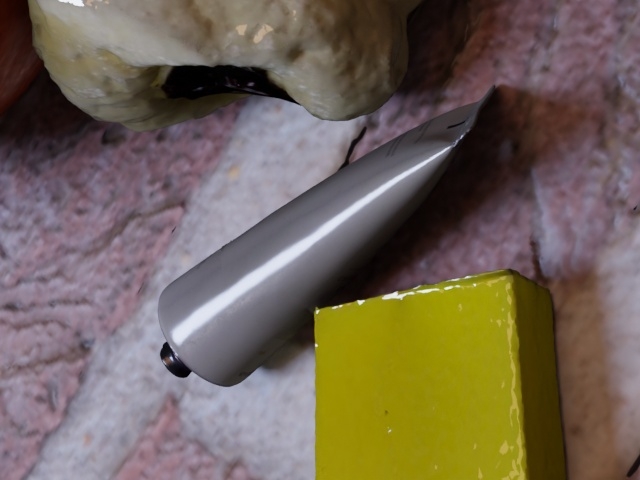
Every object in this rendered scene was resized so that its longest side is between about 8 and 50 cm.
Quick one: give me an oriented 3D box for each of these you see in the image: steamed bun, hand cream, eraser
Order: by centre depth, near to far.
[{"bbox_3d":[0.047,0.080,0.632,0.097,0.045,0.122,-11,71,30],"label":"eraser"},{"bbox_3d":[0.000,0.000,0.672,0.186,0.087,0.054,-39,95,21],"label":"hand cream"},{"bbox_3d":[-0.026,-0.120,0.682,0.155,0.141,0.172,21,83,13],"label":"steamed bun"}]

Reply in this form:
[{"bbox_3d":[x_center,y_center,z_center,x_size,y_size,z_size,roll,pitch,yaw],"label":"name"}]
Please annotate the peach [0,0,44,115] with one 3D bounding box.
[{"bbox_3d":[-0.235,-0.193,0.715,0.290,0.372,0.372,25,91,15],"label":"peach"}]
